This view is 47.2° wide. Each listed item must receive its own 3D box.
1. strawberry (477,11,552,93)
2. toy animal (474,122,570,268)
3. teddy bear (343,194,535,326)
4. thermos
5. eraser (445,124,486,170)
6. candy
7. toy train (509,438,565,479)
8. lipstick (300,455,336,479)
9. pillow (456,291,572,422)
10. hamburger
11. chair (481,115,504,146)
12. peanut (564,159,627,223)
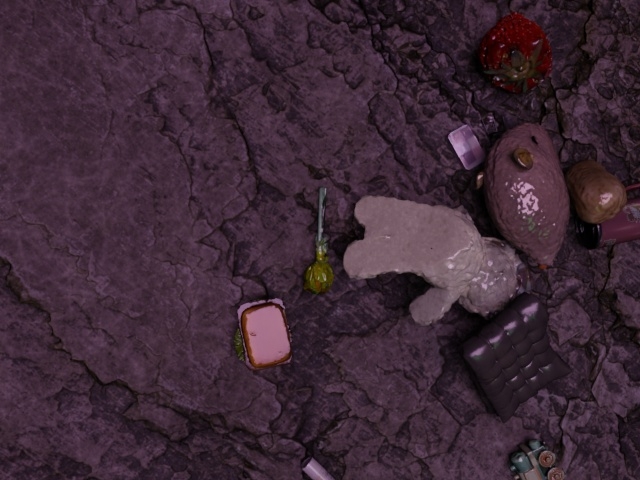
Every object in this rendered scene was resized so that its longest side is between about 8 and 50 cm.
[{"bbox_3d":[0.472,-0.466,1.789,0.187,0.184,0.201,8,60,-6],"label":"strawberry"},{"bbox_3d":[0.488,-0.108,1.757,0.226,0.188,0.358,-3,76,-40],"label":"toy animal"},{"bbox_3d":[0.298,0.067,1.782,0.375,0.362,0.327,2,66,29],"label":"teddy bear"},{"bbox_3d":[0.828,-0.069,1.888,0.330,0.136,0.109,-11,126,-10],"label":"thermos"},{"bbox_3d":[0.364,-0.233,1.836,0.065,0.026,0.105,-30,96,-5],"label":"eraser"},{"bbox_3d":[0.002,0.000,1.762,0.073,0.077,0.262,5,82,-13],"label":"candy"},{"bbox_3d":[0.555,0.601,1.856,0.125,0.081,0.194,-28,97,-4],"label":"toy train"},{"bbox_3d":[0.014,0.586,1.778,0.141,0.040,0.040,45,83,-8],"label":"lipstick"},{"bbox_3d":[0.464,0.281,1.757,0.228,0.101,0.326,-39,130,-7],"label":"pillow"},{"bbox_3d":[-0.137,0.219,1.723,0.137,0.087,0.166,-8,91,-9],"label":"hamburger"},{"bbox_3d":[0.439,-0.274,1.840,0.037,0.042,0.086,-21,95,-13],"label":"chair"},{"bbox_3d":[0.663,-0.122,1.782,0.137,0.253,0.122,30,113,-14],"label":"peanut"}]
